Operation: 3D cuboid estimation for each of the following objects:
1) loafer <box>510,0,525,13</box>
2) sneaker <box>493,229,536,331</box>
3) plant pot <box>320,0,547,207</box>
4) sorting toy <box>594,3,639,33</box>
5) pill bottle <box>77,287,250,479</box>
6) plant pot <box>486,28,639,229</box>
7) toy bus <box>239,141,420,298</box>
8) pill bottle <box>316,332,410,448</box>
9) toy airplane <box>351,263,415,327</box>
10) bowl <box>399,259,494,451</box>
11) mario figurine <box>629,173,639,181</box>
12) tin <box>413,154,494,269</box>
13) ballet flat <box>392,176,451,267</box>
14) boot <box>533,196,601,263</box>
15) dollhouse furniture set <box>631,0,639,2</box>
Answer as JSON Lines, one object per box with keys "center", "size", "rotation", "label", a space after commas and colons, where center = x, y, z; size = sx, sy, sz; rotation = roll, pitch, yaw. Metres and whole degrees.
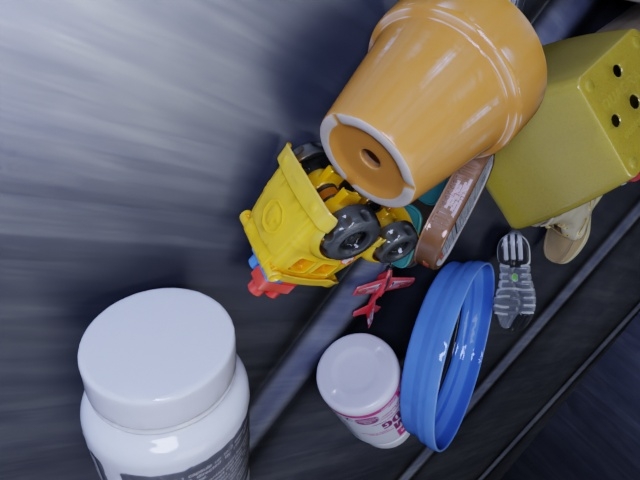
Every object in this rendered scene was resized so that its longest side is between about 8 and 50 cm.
{"center": [0.210, -0.344, 0.587], "size": [0.109, 0.095, 0.302], "rotation": [-57, 154, -34], "label": "loafer"}
{"center": [0.442, 0.082, 1.072], "size": [0.132, 0.086, 0.228], "rotation": [-35, 125, -61], "label": "sneaker"}
{"center": [0.107, -0.144, 0.532], "size": [0.188, 0.205, 0.205], "rotation": [-47, 141, -18], "label": "plant pot"}
{"center": [0.575, -0.333, 0.740], "size": [0.257, 0.255, 0.089], "rotation": [-35, 108, -10], "label": "sorting toy"}
{"center": [-0.198, 0.253, 0.643], "size": [0.204, 0.204, 0.360], "rotation": [-17, 133, -28], "label": "pill bottle"}
{"center": [0.351, -0.164, 0.667], "size": [0.212, 0.187, 0.212], "rotation": [-40, 102, -19], "label": "plant pot"}
{"center": [0.000, 0.000, 0.655], "size": [0.220, 0.149, 0.211], "rotation": [12, 128, -47], "label": "toy bus"}
{"center": [0.107, 0.324, 0.985], "size": [0.160, 0.160, 0.283], "rotation": [-37, 139, -9], "label": "pill bottle"}
{"center": [0.110, 0.101, 0.902], "size": [0.151, 0.028, 0.151], "rotation": [-21, 134, -23], "label": "toy airplane"}
{"center": [0.268, 0.226, 0.981], "size": [0.391, 0.077, 0.390], "rotation": [-31, 128, -51], "label": "bowl"}
{"center": [0.722, -0.229, 1.090], "size": [0.321, 0.170, 0.197], "rotation": [-1, 87, -51], "label": "mario figurine"}
{"center": [0.186, -0.047, 0.652], "size": [0.189, 0.040, 0.106], "rotation": [-61, 154, -3], "label": "tin"}
{"center": [0.174, -0.073, 0.772], "size": [0.096, 0.095, 0.280], "rotation": [-27, 148, -33], "label": "ballet flat"}
{"center": [0.530, -0.046, 1.071], "size": [0.204, 0.095, 0.261], "rotation": [-14, 129, -31], "label": "boot"}
{"center": [0.510, -0.463, 0.658], "size": [0.242, 0.161, 0.212], "rotation": [-49, 139, 5], "label": "dollhouse furniture set"}
